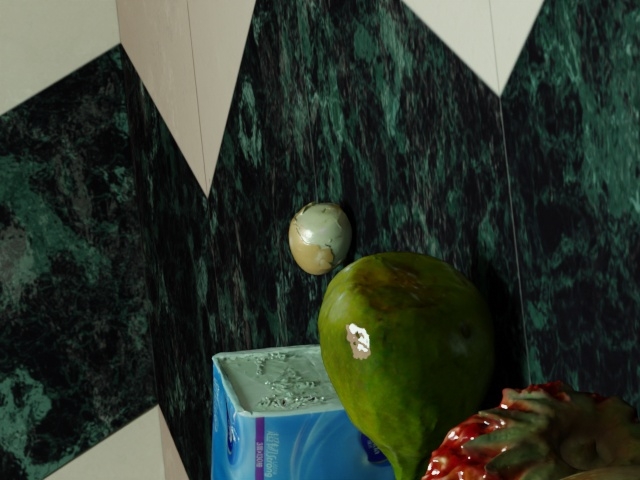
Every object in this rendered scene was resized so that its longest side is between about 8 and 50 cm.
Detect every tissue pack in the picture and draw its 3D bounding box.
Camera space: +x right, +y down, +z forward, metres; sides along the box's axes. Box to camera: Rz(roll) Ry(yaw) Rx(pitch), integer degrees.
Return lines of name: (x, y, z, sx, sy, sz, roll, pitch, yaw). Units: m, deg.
tissue pack: (-0.010, 0.249, 2.080, 0.146, 0.198, 0.263, -118, 26, -59)

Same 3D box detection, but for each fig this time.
fig: (0.091, 0.113, 1.761, 0.233, 0.167, 0.167, 54, -177, -32)

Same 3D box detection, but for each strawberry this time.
strawberry: (0.155, 0.227, 1.390, 0.205, 0.205, 0.244, -112, 28, -47)

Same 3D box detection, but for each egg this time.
egg: (0.000, 0.000, 2.205, 0.071, 0.071, 0.083, -117, 23, -55)

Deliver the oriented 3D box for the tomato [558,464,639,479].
tomato: (0.198, 0.250, 1.134, 0.222, 0.270, 0.270, -60, 30, 25)
